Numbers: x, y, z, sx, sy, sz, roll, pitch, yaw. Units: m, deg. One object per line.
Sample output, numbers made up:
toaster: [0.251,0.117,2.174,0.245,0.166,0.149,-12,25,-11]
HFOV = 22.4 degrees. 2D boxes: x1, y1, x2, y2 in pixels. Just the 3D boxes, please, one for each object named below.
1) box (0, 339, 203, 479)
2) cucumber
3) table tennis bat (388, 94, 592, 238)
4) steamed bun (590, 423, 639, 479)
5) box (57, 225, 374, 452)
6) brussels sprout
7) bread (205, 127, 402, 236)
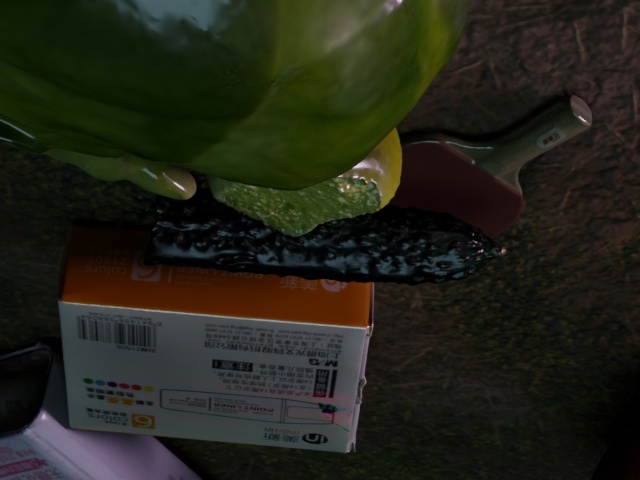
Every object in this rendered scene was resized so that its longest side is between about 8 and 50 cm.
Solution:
box: [-0.244,0.250,1.642,0.190,0.112,0.370,-17,135,25]
cucumber: [0.000,0.001,1.312,0.300,0.072,0.072,6,142,9]
table tennis bat: [0.115,-0.050,1.298,0.138,0.022,0.246,34,135,-30]
steamed bun: [0.434,0.307,1.481,0.379,0.248,0.235,11,163,-6]
box: [-0.092,0.093,1.439,0.273,0.091,0.221,7,142,-2]
brussels sprout: [-0.091,-0.189,0.957,0.371,0.276,0.315,11,155,4]
bread: [-0.012,-0.071,1.212,0.129,0.111,0.114,31,139,-32]
